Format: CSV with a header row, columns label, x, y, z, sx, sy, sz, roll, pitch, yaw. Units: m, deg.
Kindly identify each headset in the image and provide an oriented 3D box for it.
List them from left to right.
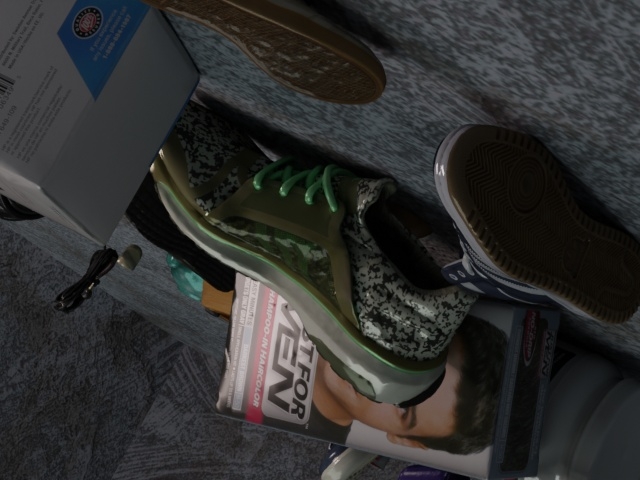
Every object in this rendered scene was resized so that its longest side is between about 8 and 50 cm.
label,x,y,z,sx,sy,sz,roll,pitch,yaw
headset,-0.471,-0.076,2.438,0.394,0.185,0.243,43,167,-15

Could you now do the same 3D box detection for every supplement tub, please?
label,x,y,z,sx,sy,sz,roll,pitch,yaw
supplement tub,0.233,0.197,1.856,0.272,0.191,0.191,22,168,33

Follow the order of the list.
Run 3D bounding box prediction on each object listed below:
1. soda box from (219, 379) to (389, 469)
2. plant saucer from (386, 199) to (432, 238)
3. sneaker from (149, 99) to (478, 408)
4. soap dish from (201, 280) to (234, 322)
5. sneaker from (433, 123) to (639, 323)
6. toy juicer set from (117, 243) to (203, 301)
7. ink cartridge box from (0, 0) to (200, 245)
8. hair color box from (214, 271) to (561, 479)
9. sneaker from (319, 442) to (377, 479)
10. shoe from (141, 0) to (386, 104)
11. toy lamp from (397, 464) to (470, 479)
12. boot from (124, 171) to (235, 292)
label,x,y,z,sx,sy,sz,roll,pitch,yaw
soda box,-0.010,0.227,2.276,0.263,0.092,0.083,22,169,28
plant saucer,0.078,-0.022,1.692,0.083,0.015,0.083,28,170,5
sneaker,0.005,-0.029,1.620,0.410,0.158,0.182,41,126,4
soap dish,-0.022,0.110,2.336,0.229,0.118,0.291,36,167,-36
sneaker,0.139,-0.016,1.311,0.153,0.099,0.282,16,167,44
toy juicer set,-0.196,0.042,2.591,0.329,0.090,0.209,24,-176,-25
ink cartridge box,-0.292,-0.158,1.495,0.270,0.198,0.197,27,171,15
hair color box,0.068,0.138,1.787,0.374,0.185,0.113,8,180,36
sneaker,0.053,0.182,2.043,0.148,0.131,0.350,42,-147,1
shoe,-0.043,-0.172,1.183,0.219,0.058,0.076,27,151,-13
toy lamp,0.212,0.289,1.737,0.274,0.080,0.080,6,160,28
boot,-0.200,-0.035,1.935,0.161,0.083,0.246,29,164,50
